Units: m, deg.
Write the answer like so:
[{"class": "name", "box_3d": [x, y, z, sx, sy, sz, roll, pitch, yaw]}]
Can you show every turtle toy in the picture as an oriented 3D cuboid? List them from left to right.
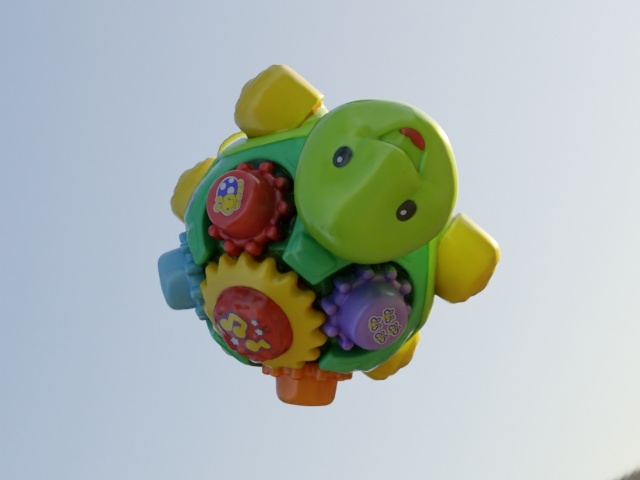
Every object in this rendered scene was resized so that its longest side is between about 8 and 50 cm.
[{"class": "turtle toy", "box_3d": [0.000, 0.000, 0.441, 0.066, 0.095, 0.130, -51, 1, -43]}]
